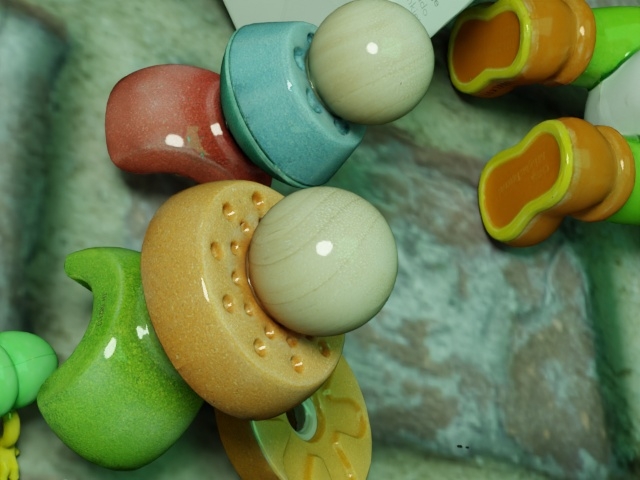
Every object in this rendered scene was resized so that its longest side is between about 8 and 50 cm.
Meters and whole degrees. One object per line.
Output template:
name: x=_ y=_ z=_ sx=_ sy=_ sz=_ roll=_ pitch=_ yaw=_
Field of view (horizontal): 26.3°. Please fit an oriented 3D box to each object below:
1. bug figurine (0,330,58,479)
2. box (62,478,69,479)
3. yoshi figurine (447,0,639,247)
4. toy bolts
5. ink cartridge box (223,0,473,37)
bug figurine: x=-0.208 y=0.018 z=0.530 sx=0.216 sy=0.072 sz=0.279 roll=-19 pitch=85 yaw=-53
box: x=-0.212 y=0.314 z=0.144 sx=0.472 sy=0.480 sz=0.297 roll=-35 pitch=93 yaw=-42
yoshi figurine: x=0.258 y=-0.078 z=0.933 sx=0.362 sy=0.203 sz=0.203 roll=-3 pitch=32 yaw=-25
toy bolts: x=0.000 y=0.000 z=0.643 sx=0.218 sy=0.158 sz=0.228 roll=36 pitch=42 yaw=-40
ink cartridge box: x=0.063 y=-0.268 z=0.827 sx=0.353 sy=0.119 sz=0.207 roll=-45 pitch=119 yaw=-41
